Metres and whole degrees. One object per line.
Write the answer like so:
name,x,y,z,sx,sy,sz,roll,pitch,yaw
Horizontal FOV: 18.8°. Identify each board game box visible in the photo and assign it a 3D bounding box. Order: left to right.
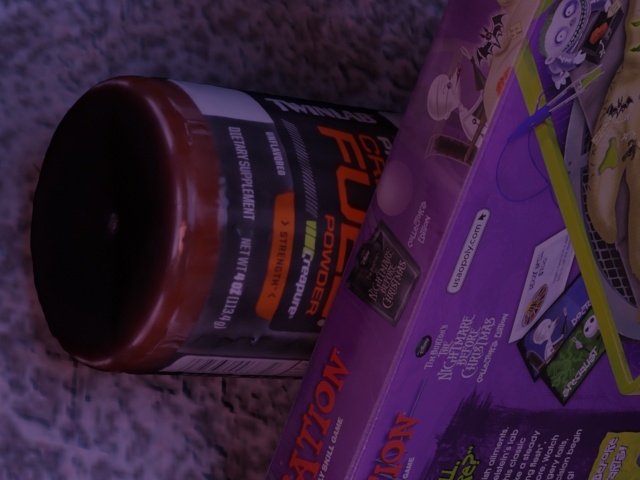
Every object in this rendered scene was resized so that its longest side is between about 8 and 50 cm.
board game box,0.107,0.003,0.691,0.208,0.347,0.056,4,26,-41

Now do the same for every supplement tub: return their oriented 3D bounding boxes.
supplement tub,0.000,0.000,0.718,0.197,0.106,0.106,4,71,-37
